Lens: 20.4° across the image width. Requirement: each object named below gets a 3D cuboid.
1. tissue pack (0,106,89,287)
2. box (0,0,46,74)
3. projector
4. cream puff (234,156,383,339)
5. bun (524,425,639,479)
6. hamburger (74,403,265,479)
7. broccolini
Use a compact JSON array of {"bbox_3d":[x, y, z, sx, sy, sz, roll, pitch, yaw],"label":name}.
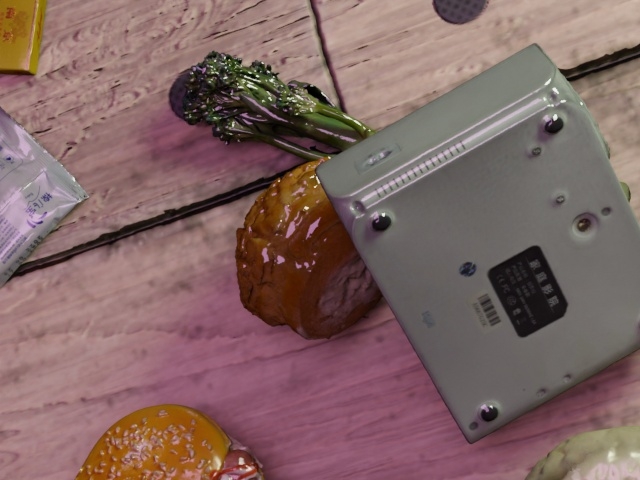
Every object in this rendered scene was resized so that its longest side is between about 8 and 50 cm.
[{"bbox_3d":[-0.311,-0.011,1.591,0.122,0.026,0.193,43,92,18],"label":"tissue pack"},{"bbox_3d":[-0.330,-0.198,1.635,0.155,0.023,0.087,4,77,15],"label":"box"},{"bbox_3d":[0.140,0.006,1.352,0.198,0.108,0.250,-29,117,1],"label":"projector"},{"bbox_3d":[0.000,0.000,1.450,0.165,0.150,0.115,-24,51,-27],"label":"cream puff"},{"bbox_3d":[0.223,0.246,1.336,0.244,0.153,0.244,1,98,7],"label":"bun"},{"bbox_3d":[-0.133,0.239,1.448,0.173,0.116,0.210,22,85,20],"label":"hamburger"},{"bbox_3d":[0.065,-0.090,1.480,0.392,0.074,0.079,12,90,18],"label":"broccolini"}]
